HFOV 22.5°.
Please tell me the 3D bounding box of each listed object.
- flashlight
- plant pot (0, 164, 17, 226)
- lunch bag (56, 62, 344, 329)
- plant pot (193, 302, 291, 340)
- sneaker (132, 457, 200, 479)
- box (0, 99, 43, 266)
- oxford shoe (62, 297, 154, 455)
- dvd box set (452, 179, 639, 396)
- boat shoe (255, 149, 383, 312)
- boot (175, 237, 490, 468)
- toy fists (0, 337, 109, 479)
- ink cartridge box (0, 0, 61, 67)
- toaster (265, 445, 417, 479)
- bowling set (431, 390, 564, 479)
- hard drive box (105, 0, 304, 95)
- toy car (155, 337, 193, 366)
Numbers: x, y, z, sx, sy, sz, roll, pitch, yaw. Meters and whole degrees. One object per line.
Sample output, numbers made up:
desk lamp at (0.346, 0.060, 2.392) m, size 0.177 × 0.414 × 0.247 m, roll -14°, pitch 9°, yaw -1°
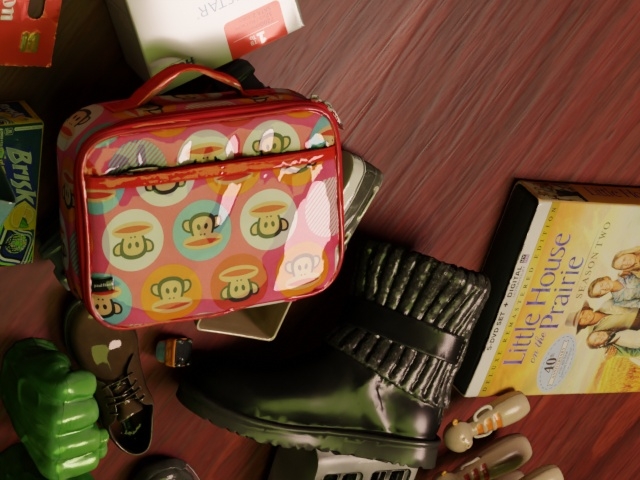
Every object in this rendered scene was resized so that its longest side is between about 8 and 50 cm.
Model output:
flashlight at (-0.173, -0.070, 1.755) m, size 0.304 × 0.103 × 0.103 m, roll -38°, pitch 166°, yaw 1°
plant pot at (-0.440, -0.008, 1.587) m, size 0.166 × 0.165 × 0.234 m, roll 13°, pitch 120°, yaw -37°
lunch bag at (-0.122, -0.055, 1.655) m, size 0.293 × 0.120 × 0.258 m, roll -10°, pitch 112°, yaw -22°
plant pot at (-0.097, 0.040, 1.866) m, size 0.109 × 0.096 × 0.109 m, roll 12°, pitch 112°, yaw -35°
sneaker at (-0.165, 0.417, 2.023) m, size 0.106 × 0.162 × 0.281 m, roll -17°, pitch 127°, yaw -22°
box at (-0.329, -0.059, 1.685) m, size 0.054 × 0.059 × 0.169 m, roll -9°, pitch 123°, yaw -30°
oxford shoe at (-0.232, 0.155, 1.860) m, size 0.083 × 0.096 × 0.227 m, roll -26°, pitch 128°, yaw -13°
dvd box set at (0.396, 0.071, 2.211) m, size 0.420 × 0.062 × 0.307 m, roll 3°, pitch 118°, yaw -33°
boat shoe at (0.000, 0.000, 1.913) m, size 0.070 × 0.078 × 0.219 m, roll 27°, pitch 101°, yaw -39°
boot at (0.016, 0.118, 1.955) m, size 0.348 × 0.131 × 0.260 m, roll 12°, pitch 97°, yaw -12°
toy fists at (-0.305, 0.252, 1.845) m, size 0.096 × 0.142 × 0.279 m, roll -6°, pitch 122°, yaw -28°
ink cartridge box at (-0.347, -0.242, 1.562) m, size 0.225 × 0.056 × 0.181 m, roll 0°, pitch 119°, yaw -29°
toaster at (0.021, 0.310, 2.104) m, size 0.168 × 0.110 × 0.185 m, roll 2°, pitch 118°, yaw -32°
bowling set at (0.251, 0.359, 2.191) m, size 0.154 × 0.200 × 0.287 m, roll -26°, pitch 141°, yaw -12°
hard drive box at (-0.135, -0.293, 1.631) m, size 0.181 × 0.089 × 0.232 m, roll -28°, pitch 131°, yaw -15°
toy car at (-0.178, 0.096, 1.906) m, size 0.041 × 0.060 × 0.122 m, roll 2°, pitch 107°, yaw 17°
